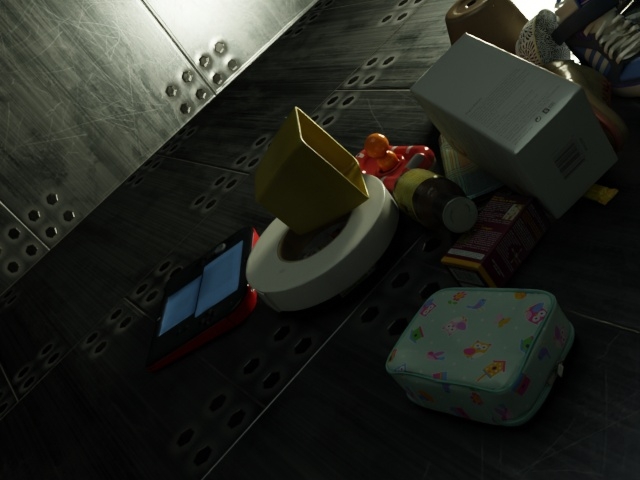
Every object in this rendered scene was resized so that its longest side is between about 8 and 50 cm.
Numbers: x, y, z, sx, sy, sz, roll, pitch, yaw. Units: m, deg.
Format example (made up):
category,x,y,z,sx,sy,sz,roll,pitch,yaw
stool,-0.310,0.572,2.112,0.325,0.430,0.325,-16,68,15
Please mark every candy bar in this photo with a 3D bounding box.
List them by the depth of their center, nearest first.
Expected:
category,x,y,z,sx,sy,sz,roll,pitch,yaw
candy bar,0.499,-0.100,1.479,0.040,0.018,0.161,-44,28,-8

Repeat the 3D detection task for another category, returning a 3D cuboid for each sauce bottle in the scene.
category,x,y,z,sx,sy,sz,roll,pitch,yaw
sauce bottle,0.235,-0.081,1.590,0.111,0.111,0.344,-38,12,2

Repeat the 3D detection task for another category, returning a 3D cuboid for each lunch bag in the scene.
category,x,y,z,sx,sy,sz,roll,pitch,yaw
lunch bag,0.263,0.175,1.250,0.279,0.108,0.224,0,43,49

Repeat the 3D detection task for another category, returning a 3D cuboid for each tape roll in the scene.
category,x,y,z,sx,sy,sz,roll,pitch,yaw
tape roll,0.000,0.000,1.788,0.392,0.072,0.392,-29,29,18

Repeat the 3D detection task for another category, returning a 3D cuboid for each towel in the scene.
category,x,y,z,sx,sy,sz,roll,pitch,yaw
towel,0.400,-0.212,1.746,0.271,0.040,0.370,-28,29,18

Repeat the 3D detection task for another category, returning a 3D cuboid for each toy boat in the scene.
category,x,y,z,sx,sy,sz,roll,pitch,yaw
toy boat,0.160,-0.198,1.890,0.151,0.151,0.231,-50,30,-21

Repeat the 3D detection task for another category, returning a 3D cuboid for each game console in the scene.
category,x,y,z,sx,sy,sz,roll,pitch,yaw
game console,-0.307,0.142,2.037,0.342,0.060,0.386,-29,28,17

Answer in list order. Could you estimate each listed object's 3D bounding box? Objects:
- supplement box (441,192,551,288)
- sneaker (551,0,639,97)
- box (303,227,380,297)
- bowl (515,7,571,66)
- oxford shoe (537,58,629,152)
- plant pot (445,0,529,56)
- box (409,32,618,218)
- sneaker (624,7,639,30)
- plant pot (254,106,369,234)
category,x,y,z,sx,sy,sz,roll,pitch,yaw
supplement box,0.332,0.004,1.454,0.188,0.081,0.104,-48,28,-17
sneaker,0.606,-0.449,1.639,0.130,0.236,0.323,-36,27,6
box,0.046,0.048,1.779,0.114,0.036,0.207,-41,27,-5
bowl,0.512,-0.450,1.810,0.080,0.170,0.170,-8,40,45
oxford shoe,0.554,-0.299,1.596,0.130,0.123,0.348,-25,39,2
plant pot,0.430,-0.508,1.953,0.263,0.229,0.263,-30,28,18
box,0.370,-0.231,1.507,0.168,0.215,0.345,-45,41,2
sneaker,0.758,-0.518,1.757,0.166,0.065,0.076,-5,38,44
plant pot,-0.038,-0.143,1.774,0.187,0.212,0.212,-43,25,18
